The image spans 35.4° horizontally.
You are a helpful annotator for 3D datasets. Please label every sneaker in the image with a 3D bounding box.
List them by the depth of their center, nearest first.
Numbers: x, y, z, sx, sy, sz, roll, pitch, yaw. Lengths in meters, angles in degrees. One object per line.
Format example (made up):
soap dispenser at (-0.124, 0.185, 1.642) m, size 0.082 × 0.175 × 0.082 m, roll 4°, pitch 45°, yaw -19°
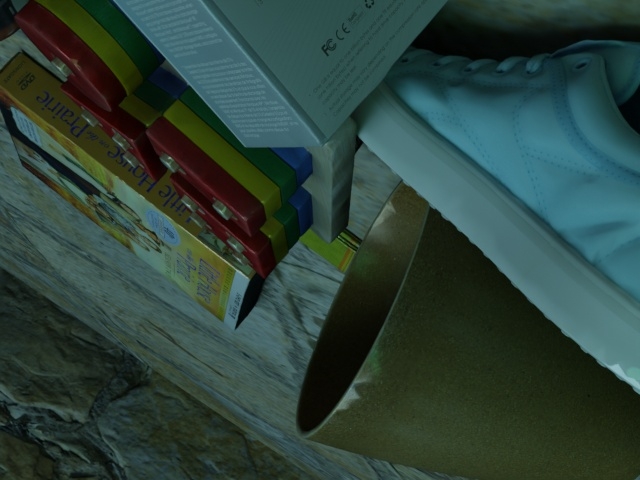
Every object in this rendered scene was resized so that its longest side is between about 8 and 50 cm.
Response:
sneaker at (0.139, -0.060, 0.599) m, size 0.135 × 0.150 × 0.366 m, roll 26°, pitch -164°, yaw -46°

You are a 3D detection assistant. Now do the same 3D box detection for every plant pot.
plant pot at (0.144, 0.096, 0.809) m, size 0.254 × 0.237 × 0.237 m, roll 24°, pitch 162°, yaw -7°

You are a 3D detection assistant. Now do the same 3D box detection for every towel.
towel at (0.000, 0.000, 1.108) m, size 0.237 × 0.021 × 0.102 m, roll 36°, pitch 160°, yaw 7°

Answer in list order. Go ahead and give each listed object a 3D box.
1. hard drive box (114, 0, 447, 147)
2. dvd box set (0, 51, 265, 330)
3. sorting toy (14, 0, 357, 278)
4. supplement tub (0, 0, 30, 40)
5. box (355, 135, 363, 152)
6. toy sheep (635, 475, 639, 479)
hard drive box at (-0.036, -0.190, 0.497) m, size 0.232 × 0.181 × 0.089 m, roll 49°, pitch 160°, yaw -25°
dvd box set at (-0.256, -0.051, 1.393) m, size 0.420 × 0.062 × 0.307 m, roll 38°, pitch 161°, yaw 3°
sorting toy at (-0.101, -0.092, 0.724) m, size 0.255 × 0.089 × 0.257 m, roll 41°, pitch 171°, yaw 9°
supplement tub at (-0.365, -0.290, 0.981) m, size 0.106 × 0.106 × 0.198 m, roll 29°, pitch 159°, yaw 25°
box at (-0.062, -0.149, 0.798) m, size 0.175 × 0.051 × 0.220 m, roll 31°, pitch 167°, yaw 19°
toy sheep at (0.308, 0.237, 0.999) m, size 0.132 × 0.091 × 0.091 m, roll -3°, pitch 137°, yaw 43°
